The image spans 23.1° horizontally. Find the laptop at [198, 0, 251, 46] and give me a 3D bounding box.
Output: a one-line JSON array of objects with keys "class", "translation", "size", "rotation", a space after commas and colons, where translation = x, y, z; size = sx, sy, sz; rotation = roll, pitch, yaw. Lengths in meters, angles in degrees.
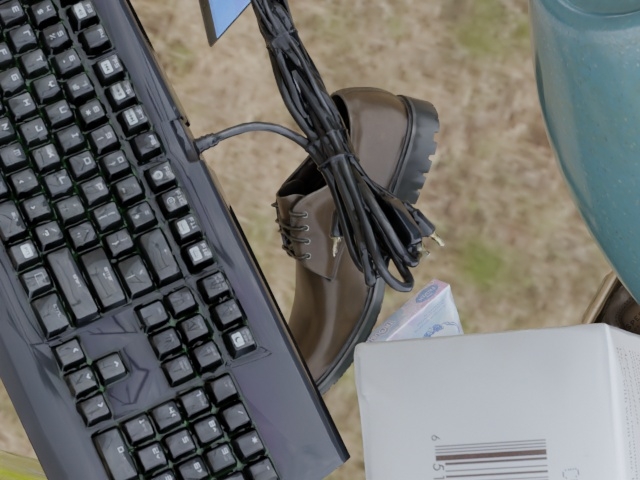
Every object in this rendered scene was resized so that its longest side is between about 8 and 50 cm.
[{"class": "laptop", "translation": [0.004, -0.311, 1.706], "size": [0.234, 0.264, 0.136], "rotation": [87, 6, -76]}]

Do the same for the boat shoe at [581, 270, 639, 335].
[{"class": "boat shoe", "translation": [0.345, 0.020, 1.445], "size": [0.110, 0.121, 0.341], "rotation": [-30, 156, -38]}]

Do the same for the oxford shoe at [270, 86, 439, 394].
[{"class": "oxford shoe", "translation": [0.000, 0.000, 1.093], "size": [0.096, 0.083, 0.227], "rotation": [13, 95, -30]}]

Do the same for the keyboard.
[{"class": "keyboard", "translation": [-0.071, -0.037, 0.685], "size": [0.201, 0.317, 0.033], "rotation": [-24, 170, -15]}]

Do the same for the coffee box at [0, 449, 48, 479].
[{"class": "coffee box", "translation": [-0.238, 0.323, 1.077], "size": [0.337, 0.338, 0.334], "rotation": [23, 83, -37]}]

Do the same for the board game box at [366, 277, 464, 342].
[{"class": "board game box", "translation": [0.072, 0.090, 1.183], "size": [0.090, 0.020, 0.090], "rotation": [-39, 130, -26]}]

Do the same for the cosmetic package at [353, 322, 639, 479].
[{"class": "cosmetic package", "translation": [0.161, 0.173, 1.017], "size": [0.385, 0.156, 0.217], "rotation": [24, 62, -67]}]

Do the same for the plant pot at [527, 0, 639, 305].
[{"class": "plant pot", "translation": [0.198, -0.093, 0.640], "size": [0.195, 0.290, 0.290], "rotation": [31, 84, -34]}]
